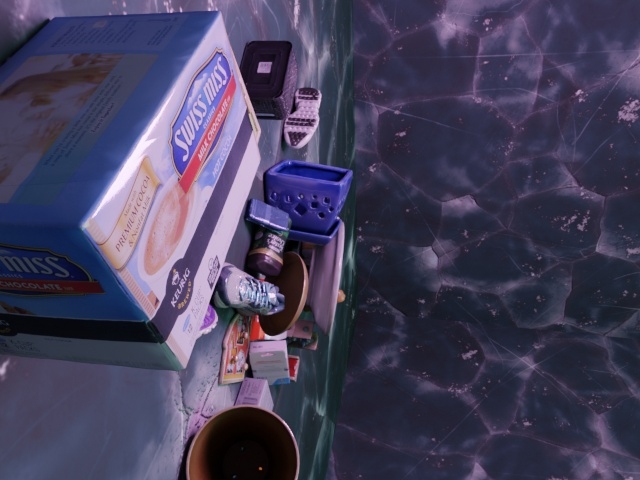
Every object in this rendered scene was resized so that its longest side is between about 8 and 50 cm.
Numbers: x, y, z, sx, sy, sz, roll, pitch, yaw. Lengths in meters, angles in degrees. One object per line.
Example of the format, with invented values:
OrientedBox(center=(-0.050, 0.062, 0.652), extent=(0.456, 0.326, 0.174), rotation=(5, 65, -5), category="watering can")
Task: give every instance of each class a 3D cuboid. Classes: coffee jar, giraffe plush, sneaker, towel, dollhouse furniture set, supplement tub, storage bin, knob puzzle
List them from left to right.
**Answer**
OrientedBox(center=(-0.254, 0.154, 0.988), extent=(0.170, 0.068, 0.071), rotation=(-47, 134, -72), category="sneaker")
OrientedBox(center=(-0.211, 0.274, 1.335), extent=(0.213, 0.029, 0.213), rotation=(4, 90, -79), category="knob puzzle")
OrientedBox(center=(-0.166, 0.122, 1.242), extent=(0.283, 0.122, 0.110), rotation=(45, 48, -68), category="sneaker")
OrientedBox(center=(-0.131, -0.397, 1.257), extent=(0.084, 0.121, 0.180), rotation=(69, 27, -65), category="storage bin")
OrientedBox(center=(-0.143, -0.066, 1.375), extent=(0.029, 0.119, 0.067), rotation=(-31, -136, 51), category="towel")
OrientedBox(center=(-0.142, 0.008, 1.418), extent=(0.096, 0.079, 0.185), rotation=(33, 54, -36), category="coffee jar")
OrientedBox(center=(-0.087, 0.378, 1.745), extent=(0.129, 0.128, 0.184), rotation=(74, 23, -60), category="dollhouse furniture set")
OrientedBox(center=(-0.055, -0.394, 1.720), extent=(0.118, 0.109, 0.292), rotation=(95, 7, -49), category="sneaker")
OrientedBox(center=(0.000, 0.000, 2.013), extent=(0.144, 0.144, 0.200), rotation=(30, 65, -78), category="supplement tub")
OrientedBox(center=(0.001, 0.182, 2.110), extent=(0.210, 0.181, 0.171), rotation=(-37, 109, -62), category="giraffe plush")

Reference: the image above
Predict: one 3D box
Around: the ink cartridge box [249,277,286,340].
OrientedBox(center=(-0.150, 0.213, 1.570), extent=(0.232, 0.066, 0.189), rotation=(43, 52, -81), category="ink cartridge box")

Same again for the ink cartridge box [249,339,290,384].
OrientedBox(center=(-0.144, 0.341, 1.450), extent=(0.060, 0.104, 0.180), rotation=(-96, -176, -45), category="ink cartridge box")

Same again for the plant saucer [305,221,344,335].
OrientedBox(center=(0.010, 0.126, 1.770), extent=(0.400, 0.100, 0.401), rotation=(-172, -90, -89), category="plant saucer")

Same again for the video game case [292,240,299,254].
OrientedBox(center=(-0.088, 0.101, 1.754), extent=(0.274, 0.026, 0.196), rotation=(-108, -161, -80), category="video game case")

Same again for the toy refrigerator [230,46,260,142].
OrientedBox(center=(-0.198, -0.274, 1.035), extent=(0.270, 0.094, 0.102), rotation=(73, 24, -60), category="toy refrigerator")

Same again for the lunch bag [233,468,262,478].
OrientedBox(center=(-0.180, 0.717, 1.456), extent=(0.279, 0.107, 0.224), rotation=(-29, 125, -76), category="lunch bag")

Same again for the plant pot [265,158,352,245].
OrientedBox(center=(-0.038, -0.118, 1.585), extent=(0.236, 0.235, 0.212), rotation=(-60, 159, -68), category="plant pot")

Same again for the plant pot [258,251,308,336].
OrientedBox(center=(-0.099, 0.148, 1.394), extent=(0.236, 0.032, 0.237), rotation=(-32, -132, 45), category="plant pot")

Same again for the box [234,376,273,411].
OrientedBox(center=(-0.188, 0.475, 1.418), extent=(0.126, 0.072, 0.137), rotation=(-74, 163, -47), category="box")

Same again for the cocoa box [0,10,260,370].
OrientedBox(center=(-0.234, -0.070, 0.567), extent=(0.228, 0.231, 0.347), rotation=(80, 17, -48), category="cocoa box")

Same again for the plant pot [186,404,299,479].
OrientedBox(center=(-0.175, 0.520, 1.185), extent=(0.254, 0.237, 0.237), rotation=(104, -4, -65), category="plant pot")
